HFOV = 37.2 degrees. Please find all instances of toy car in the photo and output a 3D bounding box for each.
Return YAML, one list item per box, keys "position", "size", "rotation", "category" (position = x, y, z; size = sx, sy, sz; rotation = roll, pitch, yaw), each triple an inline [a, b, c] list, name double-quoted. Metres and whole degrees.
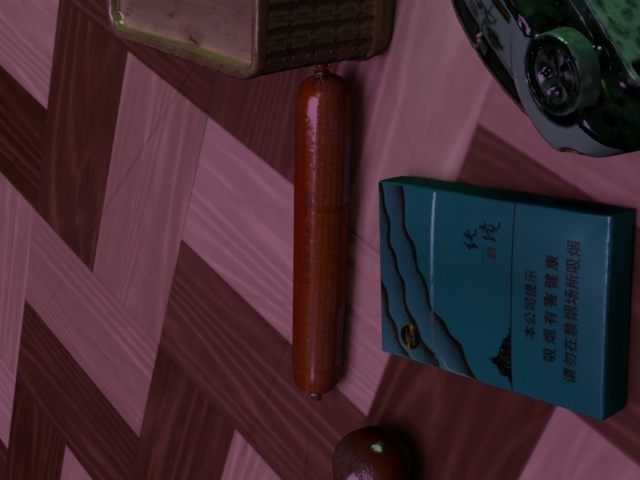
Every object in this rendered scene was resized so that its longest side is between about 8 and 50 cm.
- position: [0.151, -0.183, 0.644]
  size: [0.306, 0.136, 0.125]
  rotation: [62, 158, 16]
  category: "toy car"

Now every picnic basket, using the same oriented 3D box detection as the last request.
- position: [-0.053, -0.315, 0.798]
  size: [0.228, 0.175, 0.313]
  rotation: [25, 123, 40]
  category: "picnic basket"

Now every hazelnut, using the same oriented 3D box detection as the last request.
- position: [0.050, 0.221, 0.909]
  size: [0.086, 0.086, 0.086]
  rotation: [16, 113, 44]
  category: "hazelnut"

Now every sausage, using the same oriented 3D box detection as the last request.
- position: [0.000, 0.000, 0.912]
  size: [0.053, 0.053, 0.348]
  rotation: [22, 119, 42]
  category: "sausage"

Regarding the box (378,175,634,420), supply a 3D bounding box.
- position: [0.142, 0.039, 0.779]
  size: [0.226, 0.042, 0.161]
  rotation: [13, 110, 44]
  category: "box"
